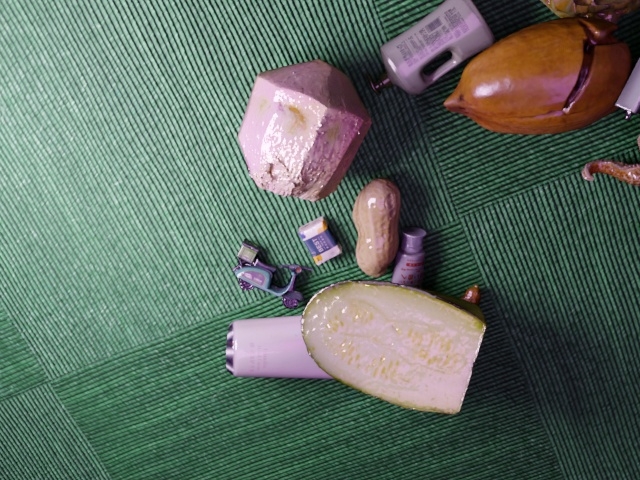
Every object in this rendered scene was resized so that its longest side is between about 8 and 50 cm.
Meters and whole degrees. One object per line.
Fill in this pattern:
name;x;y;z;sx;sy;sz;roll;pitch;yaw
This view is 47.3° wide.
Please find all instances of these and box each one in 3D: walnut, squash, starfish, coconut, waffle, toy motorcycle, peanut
walnut;0.388;-0.285;1.319;0.337;0.209;0.208;-13;110;15
squash;0.127;0.191;1.452;0.309;0.210;0.233;16;96;-17
starfish;0.668;-0.125;1.397;0.312;0.113;0.303;-2;143;2
coconut;-0.027;-0.210;1.345;0.233;0.233;0.245;20;113;-6
waffle;0.494;-0.490;1.310;0.223;0.054;0.204;37;107;-12
toy motorcycle;-0.102;0.075;1.542;0.173;0.058;0.100;26;104;-6
peanut;0.112;-0.024;1.480;0.099;0.090;0.214;4;110;11

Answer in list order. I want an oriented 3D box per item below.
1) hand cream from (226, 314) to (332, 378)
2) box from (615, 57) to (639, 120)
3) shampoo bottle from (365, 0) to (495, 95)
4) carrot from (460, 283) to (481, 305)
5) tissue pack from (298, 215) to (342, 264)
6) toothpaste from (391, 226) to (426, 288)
hand cream;-0.022;0.230;1.573;0.359;0.118;0.185;-1;103;-7
box;0.643;-0.294;1.301;0.270;0.045;0.210;4;116;-44
shampoo bottle;0.194;-0.347;1.356;0.234;0.087;0.118;-33;106;13
carrot;0.277;0.233;1.587;0.066;0.066;0.314;22;108;-7
tissue pack;0.000;0.000;1.517;0.062;0.042;0.083;-27;108;9
toothpaste;0.181;0.087;1.541;0.089;0.057;0.234;-4;117;-19
